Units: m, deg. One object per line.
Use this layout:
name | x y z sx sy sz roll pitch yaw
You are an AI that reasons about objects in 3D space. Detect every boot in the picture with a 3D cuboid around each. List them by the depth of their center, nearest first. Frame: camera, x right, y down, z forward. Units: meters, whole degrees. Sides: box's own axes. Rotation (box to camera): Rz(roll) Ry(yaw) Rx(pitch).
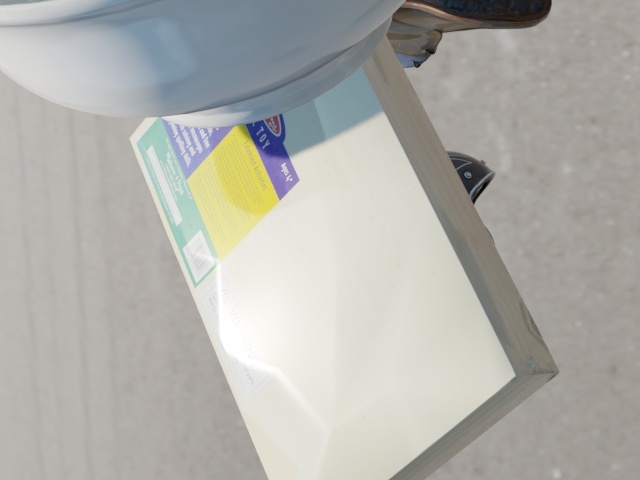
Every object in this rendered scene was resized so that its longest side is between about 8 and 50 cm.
boot | 0.107 -0.212 1.547 0.106 0.219 0.082 78 -154 -60

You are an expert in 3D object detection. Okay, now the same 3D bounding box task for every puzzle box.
puzzle box | 0.000 0.000 1.307 0.272 0.052 0.409 -45 59 38

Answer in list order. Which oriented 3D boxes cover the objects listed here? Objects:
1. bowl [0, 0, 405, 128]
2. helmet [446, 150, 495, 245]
bowl | -0.050 -0.151 0.823 0.298 0.298 0.134 43 163 50
helmet | 0.133 -0.021 1.935 0.169 0.169 0.161 -24 81 61
